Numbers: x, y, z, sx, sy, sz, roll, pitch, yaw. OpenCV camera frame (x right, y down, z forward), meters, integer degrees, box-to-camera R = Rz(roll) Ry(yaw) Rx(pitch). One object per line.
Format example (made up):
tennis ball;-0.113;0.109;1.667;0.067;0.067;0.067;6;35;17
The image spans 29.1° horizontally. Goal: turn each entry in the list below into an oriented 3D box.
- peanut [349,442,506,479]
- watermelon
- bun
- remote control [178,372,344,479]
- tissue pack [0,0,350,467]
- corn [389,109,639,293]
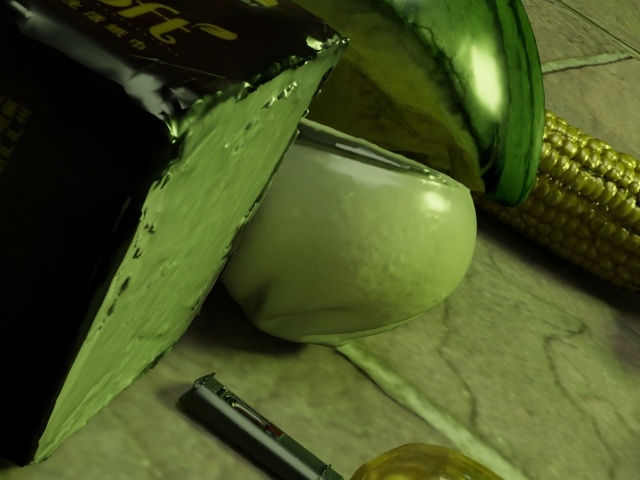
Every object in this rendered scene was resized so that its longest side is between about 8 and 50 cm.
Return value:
peanut;0.096;0.167;0.539;0.207;0.087;0.087;34;25;14
watermelon;0.012;-0.155;0.836;0.331;0.189;0.331;25;7;-4
bun;0.000;0.000;0.706;0.173;0.119;0.173;19;0;0
remote control;-0.028;0.098;0.616;0.091;0.016;0.034;35;21;10
tissue pack;-0.209;-0.092;0.565;0.370;0.210;0.198;35;31;7
corn;0.180;-0.054;1.022;0.318;0.115;0.115;30;25;2
